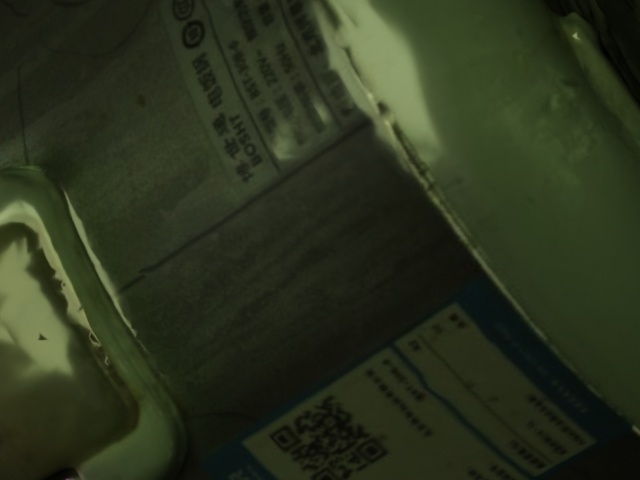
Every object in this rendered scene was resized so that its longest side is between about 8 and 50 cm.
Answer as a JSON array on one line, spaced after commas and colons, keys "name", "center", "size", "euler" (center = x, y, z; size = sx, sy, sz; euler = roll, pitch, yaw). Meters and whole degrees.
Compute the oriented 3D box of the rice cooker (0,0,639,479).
[{"name": "rice cooker", "center": [-0.001, 0.003, 0.537], "size": [0.277, 0.288, 0.288], "euler": [-33, 61, 24]}]
